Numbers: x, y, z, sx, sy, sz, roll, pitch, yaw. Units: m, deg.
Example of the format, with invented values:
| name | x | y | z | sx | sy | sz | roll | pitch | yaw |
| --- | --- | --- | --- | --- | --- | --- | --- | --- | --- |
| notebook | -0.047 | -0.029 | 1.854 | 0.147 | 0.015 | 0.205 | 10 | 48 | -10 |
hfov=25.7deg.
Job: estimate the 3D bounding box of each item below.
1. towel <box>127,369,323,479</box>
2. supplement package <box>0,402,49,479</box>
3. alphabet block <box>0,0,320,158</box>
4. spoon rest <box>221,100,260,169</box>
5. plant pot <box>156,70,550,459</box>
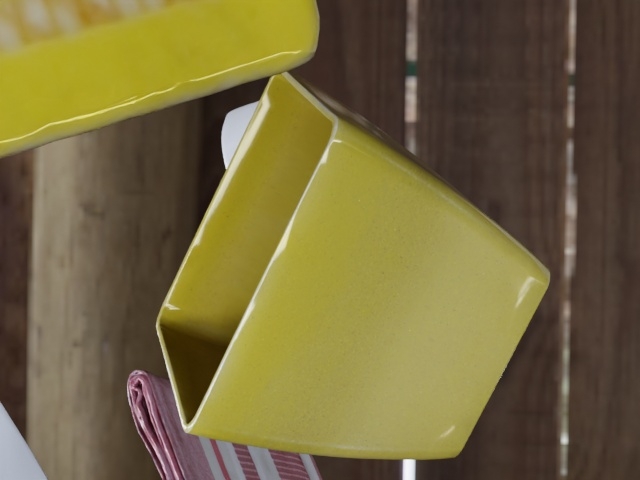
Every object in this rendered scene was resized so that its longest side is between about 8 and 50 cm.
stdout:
| name | x | y | z | sx | sy | sz | roll | pitch | yaw |
| --- | --- | --- | --- | --- | --- | --- | --- | --- | --- |
| towel | -0.070 | 0.268 | 1.471 | 0.037 | 0.237 | 0.329 | -32 | 152 | 16 |
| supplement package | -0.314 | 0.270 | 1.102 | 0.198 | 0.199 | 0.262 | -29 | 170 | -28 |
| alphabet block | -0.147 | -0.112 | 0.413 | 0.192 | 0.193 | 0.197 | -23 | -168 | -33 |
| spoon rest | 0.000 | 0.000 | 1.280 | 0.137 | 0.276 | 0.084 | -16 | -145 | 36 |
| plant pot | 0.026 | 0.030 | 0.945 | 0.187 | 0.212 | 0.212 | 23 | -170 | -17 |
